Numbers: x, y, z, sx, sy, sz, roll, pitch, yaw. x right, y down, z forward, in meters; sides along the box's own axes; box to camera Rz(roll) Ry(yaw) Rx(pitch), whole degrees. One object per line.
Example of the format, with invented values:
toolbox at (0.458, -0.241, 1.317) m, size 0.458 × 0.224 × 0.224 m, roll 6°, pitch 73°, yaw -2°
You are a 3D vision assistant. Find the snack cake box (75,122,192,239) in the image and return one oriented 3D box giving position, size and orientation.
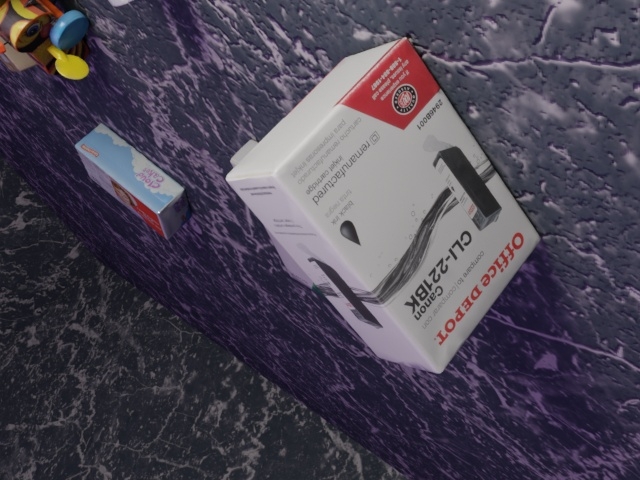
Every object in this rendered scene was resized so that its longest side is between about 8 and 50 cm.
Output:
snack cake box at (-0.430, -0.135, 1.631) m, size 0.264 × 0.089 × 0.152 m, roll 38°, pitch 159°, yaw 12°

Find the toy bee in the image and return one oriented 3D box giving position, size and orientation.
toy bee at (-0.480, -0.355, 1.152) m, size 0.195 × 0.162 × 0.298 m, roll 36°, pitch 160°, yaw 23°

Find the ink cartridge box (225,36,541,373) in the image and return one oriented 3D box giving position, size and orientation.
ink cartridge box at (0.073, -0.029, 0.716) m, size 0.273 × 0.197 × 0.114 m, roll 50°, pitch 159°, yaw -23°

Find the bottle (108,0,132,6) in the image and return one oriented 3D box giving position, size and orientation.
bottle at (-0.280, -0.391, 0.750) m, size 0.092 × 0.118 × 0.283 m, roll 10°, pitch 145°, yaw 41°

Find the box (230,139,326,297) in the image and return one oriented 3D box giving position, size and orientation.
box at (0.000, 0.000, 1.134) m, size 0.232 × 0.058 × 0.322 m, roll 28°, pitch 157°, yaw 35°

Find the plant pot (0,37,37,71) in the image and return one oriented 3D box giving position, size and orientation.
plant pot at (-0.588, -0.390, 1.379) m, size 0.109 × 0.096 × 0.109 m, roll 18°, pitch 150°, yaw 51°
